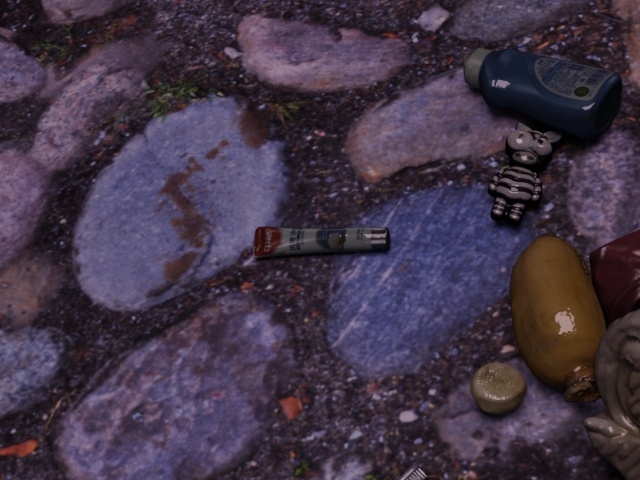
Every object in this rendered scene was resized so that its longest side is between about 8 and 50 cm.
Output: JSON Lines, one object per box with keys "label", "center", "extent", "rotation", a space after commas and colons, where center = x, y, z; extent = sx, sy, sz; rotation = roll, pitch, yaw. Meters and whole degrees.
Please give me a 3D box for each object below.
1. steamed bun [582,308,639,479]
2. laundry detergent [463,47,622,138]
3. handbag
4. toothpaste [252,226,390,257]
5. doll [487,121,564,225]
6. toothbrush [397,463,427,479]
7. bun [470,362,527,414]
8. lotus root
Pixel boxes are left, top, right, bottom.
{"label": "steamed bun", "center": [0.541, 0.222, 1.655], "extent": [0.324, 0.310, 0.219], "rotation": [23, 34, 28]}
{"label": "laundry detergent", "center": [0.374, -0.269, 2.148], "extent": [0.289, 0.094, 0.143], "rotation": [21, 51, 30]}
{"label": "handbag", "center": [0.526, 0.054, 1.843], "extent": [0.225, 0.146, 0.135], "rotation": [-23, 51, -2]}
{"label": "toothpaste", "center": [0.000, 0.000, 2.085], "extent": [0.239, 0.039, 0.062], "rotation": [-2, 62, 16]}
{"label": "doll", "center": [0.342, -0.121, 2.064], "extent": [0.091, 0.067, 0.219], "rotation": [15, 58, 17]}
{"label": "toothbrush", "center": [0.024, 0.451, 1.764], "extent": [0.354, 0.024, 0.029], "rotation": [-41, 64, -16]}
{"label": "bun", "center": [0.266, 0.227, 1.844], "extent": [0.086, 0.055, 0.086], "rotation": [0, 46, 0]}
{"label": "lotus root", "center": [0.354, 0.112, 1.845], "extent": [0.130, 0.146, 0.303], "rotation": [-8, 50, 1]}
